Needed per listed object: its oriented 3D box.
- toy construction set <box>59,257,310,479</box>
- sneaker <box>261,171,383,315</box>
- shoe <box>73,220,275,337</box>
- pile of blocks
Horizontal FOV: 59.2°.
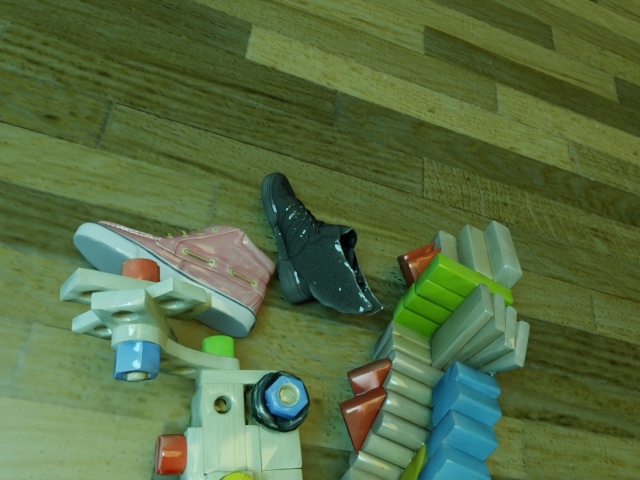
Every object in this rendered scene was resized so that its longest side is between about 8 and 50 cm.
[{"bbox_3d":[-0.107,0.181,0.404,0.214,0.151,0.328,6,74,-23],"label":"toy construction set"},{"bbox_3d":[-0.001,-0.001,0.565,0.051,0.089,0.170,22,52,-61],"label":"sneaker"},{"bbox_3d":[-0.129,0.015,0.524,0.177,0.063,0.081,30,56,-13],"label":"shoe"},{"bbox_3d":[0.090,0.118,0.510,0.112,0.149,0.362,26,58,-10],"label":"pile of blocks"}]
